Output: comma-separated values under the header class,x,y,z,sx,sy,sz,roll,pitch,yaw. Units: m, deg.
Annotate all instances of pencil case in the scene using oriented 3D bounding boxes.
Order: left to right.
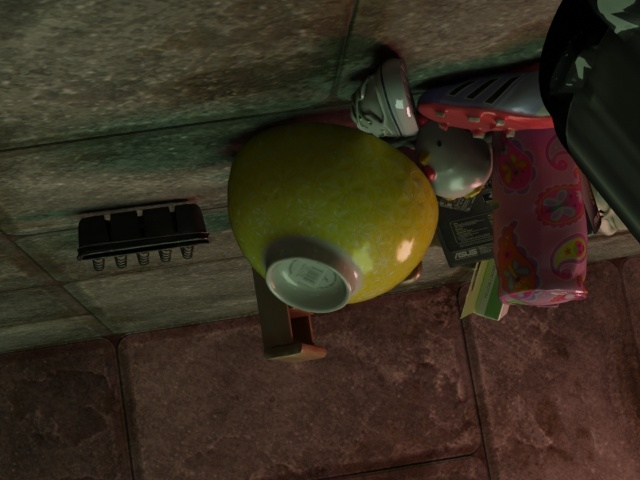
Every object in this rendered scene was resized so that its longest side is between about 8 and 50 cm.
class,x,y,z,sx,sy,sz,roll,pitch,yaw
pencil case,0.280,-0.058,1.521,0.124,0.284,0.124,-2,169,0

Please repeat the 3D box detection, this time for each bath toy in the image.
class,x,y,z,sx,sy,sz,roll,pitch,yaw
bath toy,0.077,-0.088,1.649,0.348,0.129,0.151,-16,-148,45

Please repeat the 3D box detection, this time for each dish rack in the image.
class,x,y,z,sx,sy,sz,roll,pitch,yaw
dish rack,-0.293,0.003,1.932,0.208,0.074,0.271,-7,170,-10

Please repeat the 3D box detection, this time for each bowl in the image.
class,x,y,z,sx,sy,sz,roll,pitch,yaw
bowl,0.000,0.000,1.549,0.289,0.156,0.289,11,142,8

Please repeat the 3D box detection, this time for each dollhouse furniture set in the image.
class,x,y,z,sx,sy,sz,roll,pitch,yaw
dollhouse furniture set,0.094,0.046,2.000,0.394,0.257,0.362,-11,170,12

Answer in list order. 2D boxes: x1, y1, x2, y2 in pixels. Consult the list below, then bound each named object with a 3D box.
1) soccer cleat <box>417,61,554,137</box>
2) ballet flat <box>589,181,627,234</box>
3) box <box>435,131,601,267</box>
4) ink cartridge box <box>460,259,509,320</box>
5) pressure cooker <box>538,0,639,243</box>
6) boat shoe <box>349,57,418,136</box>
class,x,y,z,sx,sy,sz,roll,pitch,yaw
soccer cleat,0.243,-0.177,1.429,0.247,0.095,0.083,4,169,13
ballet flat,0.502,-0.085,2.069,0.139,0.139,0.400,-9,171,0
box,0.265,-0.072,1.698,0.231,0.183,0.056,-15,-164,27
ink cartridge box,0.307,0.052,2.037,0.056,0.171,0.235,17,-172,13
pressure cooker,0.379,-0.125,0.930,0.375,0.420,0.370,-25,149,-11
boat shoe,0.072,-0.150,1.367,0.075,0.083,0.226,-11,171,6
